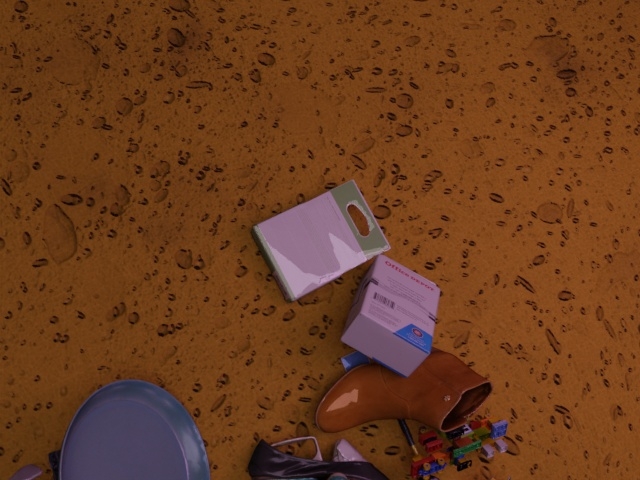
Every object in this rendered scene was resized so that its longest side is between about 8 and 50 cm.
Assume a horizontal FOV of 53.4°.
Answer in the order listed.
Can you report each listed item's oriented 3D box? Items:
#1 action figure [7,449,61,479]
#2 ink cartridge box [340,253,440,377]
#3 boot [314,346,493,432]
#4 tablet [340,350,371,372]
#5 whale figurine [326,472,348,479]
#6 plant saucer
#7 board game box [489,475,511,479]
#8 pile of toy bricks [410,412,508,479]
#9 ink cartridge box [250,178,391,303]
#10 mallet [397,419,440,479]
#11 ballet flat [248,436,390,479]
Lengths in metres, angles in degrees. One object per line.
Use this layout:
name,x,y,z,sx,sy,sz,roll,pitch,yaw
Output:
action figure,-0.457,0.485,1.004,0.179,0.330,0.341,-16,50,-22
ink cartridge box,0.139,0.139,1.221,0.148,0.086,0.203,30,34,-2
boot,0.151,0.299,1.171,0.295,0.211,0.104,-29,115,-17
tablet,0.080,0.264,1.278,0.054,0.006,0.083,-22,83,-13
whale figurine,0.084,0.515,1.108,0.216,0.141,0.272,-37,117,16
plant saucer,-0.310,0.394,1.070,0.044,0.318,0.317,-26,81,27
board game box,0.274,0.550,1.189,0.039,0.124,0.259,35,74,29
pile of toy bricks,0.252,0.366,1.222,0.212,0.105,0.118,-11,120,-22
ink cartridge box,0.000,0.000,1.297,0.235,0.056,0.171,-26,84,-17
mallet,0.182,0.412,1.253,0.039,0.062,0.189,-19,67,-14
ballet flat,0.007,0.419,1.192,0.281,0.095,0.096,9,63,-8
